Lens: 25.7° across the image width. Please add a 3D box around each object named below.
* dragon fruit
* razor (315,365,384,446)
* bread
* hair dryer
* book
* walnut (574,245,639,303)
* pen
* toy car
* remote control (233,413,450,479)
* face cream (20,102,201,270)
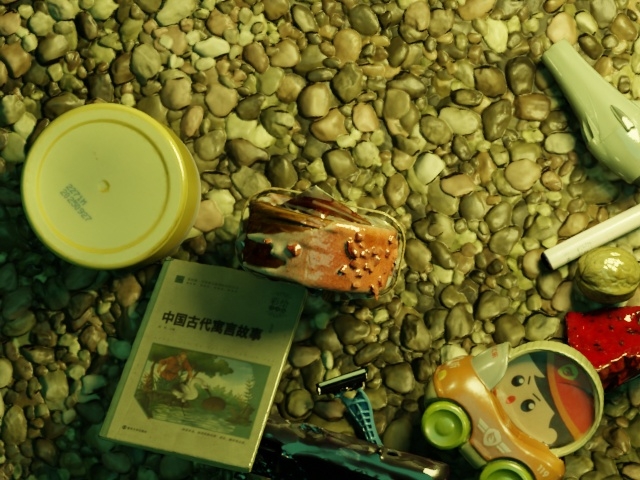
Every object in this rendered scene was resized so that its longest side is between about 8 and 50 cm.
[{"bbox_3d":[0.428,0.149,1.930,0.192,0.122,0.092,-17,129,-3],"label":"dragon fruit"},{"bbox_3d":[0.080,0.298,1.934,0.082,0.042,0.253,-23,91,19],"label":"razor"},{"bbox_3d":[0.000,0.000,1.854,0.224,0.212,0.142,12,94,2],"label":"bread"},{"bbox_3d":[0.430,-0.230,1.930,0.229,0.092,0.267,37,76,7],"label":"hair dryer"},{"bbox_3d":[-0.152,0.160,1.866,0.215,0.025,0.282,10,59,9],"label":"book"},{"bbox_3d":[0.392,0.047,1.911,0.092,0.092,0.092,0,90,1],"label":"walnut"},{"bbox_3d":[0.430,-0.028,1.936,0.269,0.033,0.033,-27,89,1],"label":"pen"},{"bbox_3d":[0.265,0.221,1.858,0.235,0.145,0.235,2,99,12],"label":"toy car"},{"bbox_3d":[-0.026,0.291,1.867,0.399,0.144,0.062,14,54,10],"label":"remote control"},{"bbox_3d":[-0.275,-0.068,1.872,0.218,0.179,0.218,0,90,1],"label":"face cream"}]
